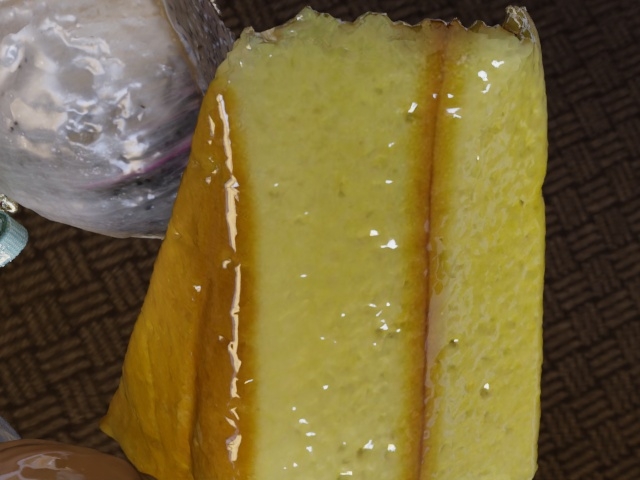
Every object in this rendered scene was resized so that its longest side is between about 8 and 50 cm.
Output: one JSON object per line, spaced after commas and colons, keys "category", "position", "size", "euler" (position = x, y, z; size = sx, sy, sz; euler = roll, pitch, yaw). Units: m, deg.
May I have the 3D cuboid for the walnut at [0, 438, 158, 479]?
{"category": "walnut", "position": [-0.115, 0.219, 0.503], "size": [0.273, 0.227, 0.273], "euler": [3, 86, -40]}

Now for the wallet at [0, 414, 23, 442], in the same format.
{"category": "wallet", "position": [-0.260, 0.234, 0.818], "size": [0.247, 0.041, 0.323], "euler": [41, 27, 12]}

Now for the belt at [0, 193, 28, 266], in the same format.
{"category": "belt", "position": [-0.448, 0.015, 1.495], "size": [0.179, 0.065, 0.100], "euler": [-32, 50, 1]}

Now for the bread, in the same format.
{"category": "bread", "position": [0.000, 0.000, 0.763], "size": [0.233, 0.245, 0.361], "euler": [-14, 121, -27]}

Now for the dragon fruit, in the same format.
{"category": "dragon fruit", "position": [-0.169, -0.101, 0.920], "size": [0.221, 0.283, 0.204], "euler": [-14, 54, 11]}
